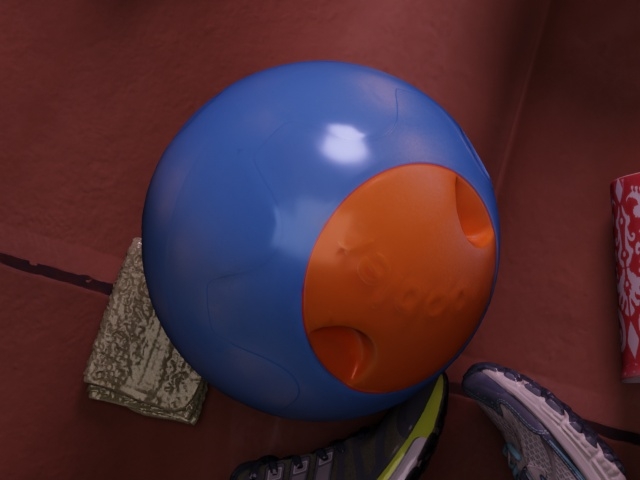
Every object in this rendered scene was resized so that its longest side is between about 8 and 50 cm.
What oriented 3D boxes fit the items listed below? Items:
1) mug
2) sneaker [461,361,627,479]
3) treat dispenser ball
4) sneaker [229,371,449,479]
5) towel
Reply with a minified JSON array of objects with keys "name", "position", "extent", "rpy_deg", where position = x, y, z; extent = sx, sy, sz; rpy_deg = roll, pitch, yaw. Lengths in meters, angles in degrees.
[{"name":"mug","position":[0.308,0.030,1.671],"extent":[0.113,0.150,0.169],"rpy_deg":[-13,79,39]},{"name":"sneaker","position":[0.206,0.224,1.649],"extent":[0.122,0.110,0.283],"rpy_deg":[-43,84,3]},{"name":"treat dispenser ball","position":[0.000,0.000,1.585],"extent":[0.288,0.288,0.288],"rpy_deg":[0,86,4]},{"name":"sneaker","position":[-0.007,0.211,1.665],"extent":[0.121,0.111,0.300],"rpy_deg":[42,87,9]},{"name":"towel","position":[-0.138,0.079,1.719],"extent":[0.110,0.027,0.148],"rpy_deg":[16,88,5]}]
